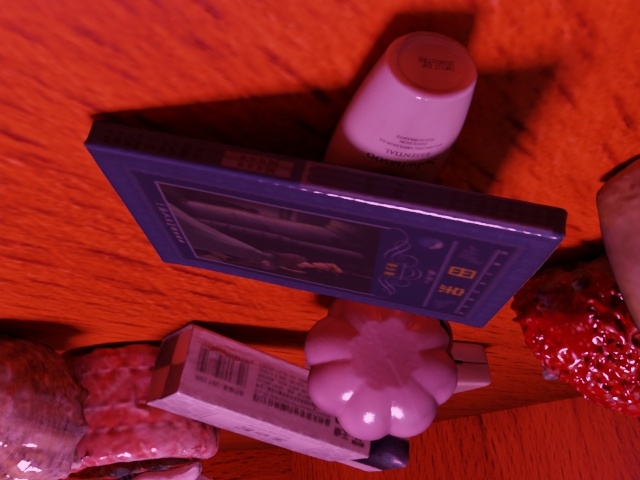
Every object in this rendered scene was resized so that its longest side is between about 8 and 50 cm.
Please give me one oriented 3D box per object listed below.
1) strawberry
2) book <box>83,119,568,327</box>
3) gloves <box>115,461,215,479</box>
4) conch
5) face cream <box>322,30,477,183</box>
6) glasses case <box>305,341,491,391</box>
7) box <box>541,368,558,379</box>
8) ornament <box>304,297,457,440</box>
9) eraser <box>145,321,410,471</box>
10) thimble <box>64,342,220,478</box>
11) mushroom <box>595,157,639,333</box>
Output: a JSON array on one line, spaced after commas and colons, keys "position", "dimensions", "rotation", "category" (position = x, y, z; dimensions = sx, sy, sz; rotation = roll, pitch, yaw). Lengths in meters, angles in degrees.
[{"position": [0.322, 0.102, 0.695], "dimensions": [0.187, 0.201, 0.184], "rotation": [-22, 180, -13], "category": "strawberry"}, {"position": [0.000, 0.000, 0.431], "dimensions": [0.269, 0.025, 0.191], "rotation": [12, 159, 5], "category": "book"}, {"position": [-0.238, 0.365, 0.882], "dimensions": [0.229, 0.119, 0.097], "rotation": [1, -160, -4], "category": "gloves"}, {"position": [-0.385, 0.176, 0.712], "dimensions": [0.210, 0.159, 0.291], "rotation": [-21, 119, 19], "category": "conch"}, {"position": [0.040, -0.052, 0.389], "dimensions": [0.072, 0.051, 0.182], "rotation": [4, 158, -9], "category": "face cream"}, {"position": [0.141, 0.222, 1.096], "dimensions": [0.336, 0.076, 0.144], "rotation": [12, 152, -40], "category": "glasses case"}, {"position": [0.418, 0.152, 0.984], "dimensions": [0.124, 0.093, 0.172], "rotation": [-4, 158, -7], "category": "box"}, {"position": [0.068, 0.141, 0.736], "dimensions": [0.177, 0.177, 0.177], "rotation": [-6, 159, -2], "category": "ornament"}, {"position": [-0.041, 0.234, 0.899], "dimensions": [0.404, 0.098, 0.096], "rotation": [29, 144, -32], "category": "eraser"}, {"position": [-0.262, 0.244, 0.913], "dimensions": [0.239, 0.162, 0.239], "rotation": [-9, 157, -4], "category": "thimble"}, {"position": [0.400, 0.030, 0.492], "dimensions": [0.292, 0.217, 0.212], "rotation": [9, 150, -34], "category": "mushroom"}]
